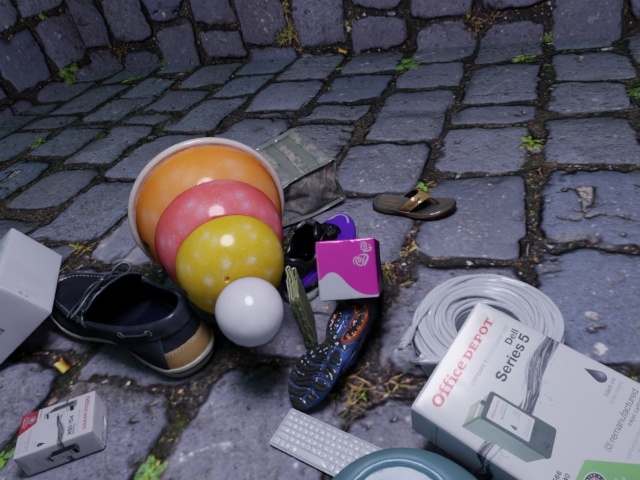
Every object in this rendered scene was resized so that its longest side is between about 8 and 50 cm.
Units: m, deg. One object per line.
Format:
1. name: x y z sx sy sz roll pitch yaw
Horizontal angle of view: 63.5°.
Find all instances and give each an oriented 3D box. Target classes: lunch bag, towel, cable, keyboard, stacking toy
1. lunch bag: -0.120 -0.157 1.431 0.287 0.168 0.235 -30 42 -11
2. towel: -0.039 0.131 1.019 0.027 0.148 0.110 -17 35 5
3. cable: 0.293 0.167 0.926 0.257 0.089 0.257 10 41 26
4. keyboard: 0.038 0.343 0.820 0.256 0.014 0.072 13 42 31
5. stacking toy: -0.187 0.028 1.019 0.351 0.350 0.480 -20 34 -10

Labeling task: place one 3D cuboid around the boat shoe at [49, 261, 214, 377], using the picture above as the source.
1. boat shoe: -0.438 0.139 1.122 0.501 0.155 0.187 14 45 34

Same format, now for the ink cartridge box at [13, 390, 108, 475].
1. ink cartridge box: -0.462 0.343 0.929 0.136 0.056 0.099 -19 35 -9

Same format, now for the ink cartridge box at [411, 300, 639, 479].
1. ink cartridge box: 0.290 0.243 0.718 0.273 0.114 0.198 28 67 26

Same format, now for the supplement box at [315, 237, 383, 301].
1. supplement box: 0.063 0.056 1.030 0.114 0.111 0.220 -5 -2 10

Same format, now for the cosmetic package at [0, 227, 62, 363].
1. cosmetic package: -0.712 0.134 1.149 0.224 0.138 0.224 -42 37 10

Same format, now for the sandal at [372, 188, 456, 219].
1. sandal: 0.237 -0.104 1.338 0.220 0.060 0.090 11 41 28

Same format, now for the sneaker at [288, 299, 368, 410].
1. sneaker: 0.027 0.218 0.944 0.083 0.087 0.221 25 67 36

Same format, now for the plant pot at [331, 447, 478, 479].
1. plant pot: 0.101 0.365 0.605 0.291 0.195 0.290 -8 39 6

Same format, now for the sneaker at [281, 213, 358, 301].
1. sneaker: 0.001 0.000 1.189 0.102 0.146 0.293 9 41 26
